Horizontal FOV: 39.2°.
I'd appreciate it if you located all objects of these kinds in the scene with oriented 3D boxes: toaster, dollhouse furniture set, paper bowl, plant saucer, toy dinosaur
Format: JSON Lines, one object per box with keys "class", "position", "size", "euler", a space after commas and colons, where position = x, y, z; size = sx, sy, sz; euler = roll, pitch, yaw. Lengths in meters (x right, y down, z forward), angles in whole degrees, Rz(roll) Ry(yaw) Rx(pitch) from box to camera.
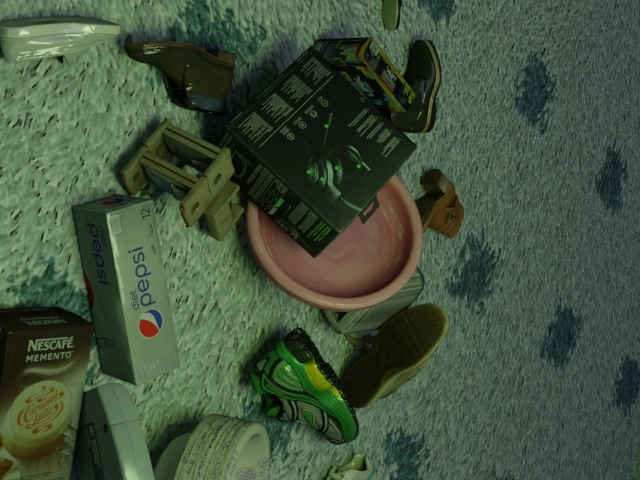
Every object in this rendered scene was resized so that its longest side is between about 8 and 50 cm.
{"class": "toaster", "position": [0.098, 0.095, 1.774], "size": [0.146, 0.227, 0.129], "euler": [-10, 62, -40]}
{"class": "dollhouse furniture set", "position": [-0.224, -0.077, 1.487], "size": [0.129, 0.129, 0.184], "euler": [-55, 161, -24]}
{"class": "paper bowl", "position": [-0.194, 0.436, 1.522], "size": [0.284, 0.148, 0.284], "euler": [8, 90, -75]}
{"class": "plant saucer", "position": [0.021, -0.018, 1.650], "size": [0.332, 0.084, 0.332], "euler": [7, 63, -14]}
{"class": "toy dinosaur", "position": [0.108, 0.228, 1.923], "size": [0.211, 0.064, 0.112], "euler": [8, 64, -41]}

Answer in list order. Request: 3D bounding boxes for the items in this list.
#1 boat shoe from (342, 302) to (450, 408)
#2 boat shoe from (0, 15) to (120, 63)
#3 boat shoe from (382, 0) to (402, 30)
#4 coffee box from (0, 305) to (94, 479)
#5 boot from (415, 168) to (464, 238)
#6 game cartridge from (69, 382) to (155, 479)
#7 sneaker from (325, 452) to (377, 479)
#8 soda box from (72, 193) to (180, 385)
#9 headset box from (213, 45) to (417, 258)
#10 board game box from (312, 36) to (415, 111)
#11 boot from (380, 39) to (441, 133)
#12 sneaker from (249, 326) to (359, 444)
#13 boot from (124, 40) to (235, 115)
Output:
{"class": "boat shoe", "position": [0.164, 0.230, 1.813], "size": [0.098, 0.109, 0.302], "euler": [-1, 139, -47]}
{"class": "boat shoe", "position": [-0.376, -0.289, 1.310], "size": [0.184, 0.066, 0.063], "euler": [-20, 125, -45]}
{"class": "boat shoe", "position": [0.151, -0.493, 1.829], "size": [0.042, 0.049, 0.133], "euler": [-8, 98, -37]}
{"class": "coffee box", "position": [-0.429, 0.227, 1.297], "size": [0.141, 0.098, 0.247], "euler": [0, 105, -48]}
{"class": "boot", "position": [0.257, -0.043, 2.007], "size": [0.197, 0.073, 0.152], "euler": [-59, 137, -17]}
{"class": "game cartridge", "position": [-0.309, 0.365, 1.326], "size": [0.060, 0.196, 0.294], "euler": [-7, 78, -36]}
{"class": "sneaker", "position": [0.033, 0.525, 1.873], "size": [0.228, 0.087, 0.092], "euler": [-24, 107, -49]}
{"class": "soda box", "position": [-0.305, 0.077, 1.420], "size": [0.091, 0.098, 0.286], "euler": [-22, 113, -43]}
{"class": "headset box", "position": [-0.006, -0.147, 1.566], "size": [0.283, 0.131, 0.246], "euler": [42, 60, -2]}
{"class": "board game box", "position": [0.079, -0.315, 1.719], "size": [0.170, 0.141, 0.048], "euler": [43, 65, -41]}
{"class": "boot", "position": [0.181, -0.317, 1.879], "size": [0.137, 0.077, 0.198], "euler": [-13, 105, -39]}
{"class": "sneaker", "position": [-0.032, 0.302, 1.753], "size": [0.146, 0.134, 0.343], "euler": [-30, 133, 3]}
{"class": "boot", "position": [-0.222, -0.263, 1.458], "size": [0.219, 0.082, 0.106], "euler": [-2, 96, -48]}
